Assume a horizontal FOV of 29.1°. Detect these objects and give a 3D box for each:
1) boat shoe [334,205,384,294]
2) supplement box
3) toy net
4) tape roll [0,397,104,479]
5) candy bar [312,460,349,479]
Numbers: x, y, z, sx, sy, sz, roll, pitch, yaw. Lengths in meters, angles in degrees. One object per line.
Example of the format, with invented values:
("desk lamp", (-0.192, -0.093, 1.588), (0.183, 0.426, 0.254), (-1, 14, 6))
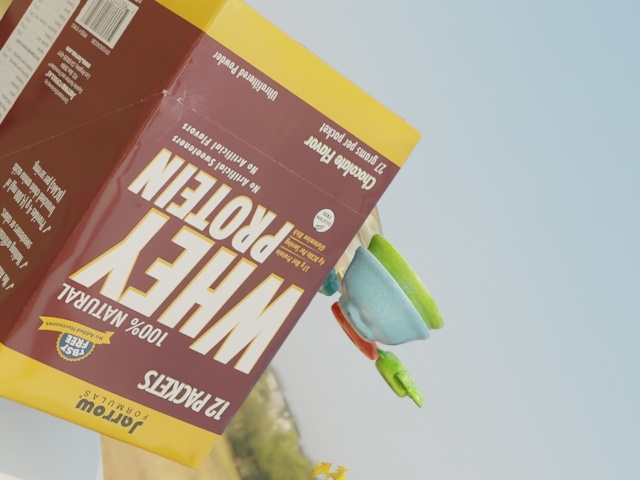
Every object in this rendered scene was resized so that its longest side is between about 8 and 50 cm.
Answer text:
("boat shoe", (0.014, 0.002, 0.834), (0.170, 0.059, 0.063), (74, 5, -58))
("supplement box", (-0.093, -0.031, 0.610), (0.129, 0.194, 0.191), (31, 5, -39))
("toy net", (0.000, 0.000, 0.790), (0.232, 0.045, 0.122), (49, -7, 36))
("tape roll", (-0.254, 0.176, 0.756), (0.246, 0.246, 0.169), (88, -6, -75))
("candy bar", (0.032, 0.244, 0.959), (0.040, 0.018, 0.161), (-4, -69, 52))
